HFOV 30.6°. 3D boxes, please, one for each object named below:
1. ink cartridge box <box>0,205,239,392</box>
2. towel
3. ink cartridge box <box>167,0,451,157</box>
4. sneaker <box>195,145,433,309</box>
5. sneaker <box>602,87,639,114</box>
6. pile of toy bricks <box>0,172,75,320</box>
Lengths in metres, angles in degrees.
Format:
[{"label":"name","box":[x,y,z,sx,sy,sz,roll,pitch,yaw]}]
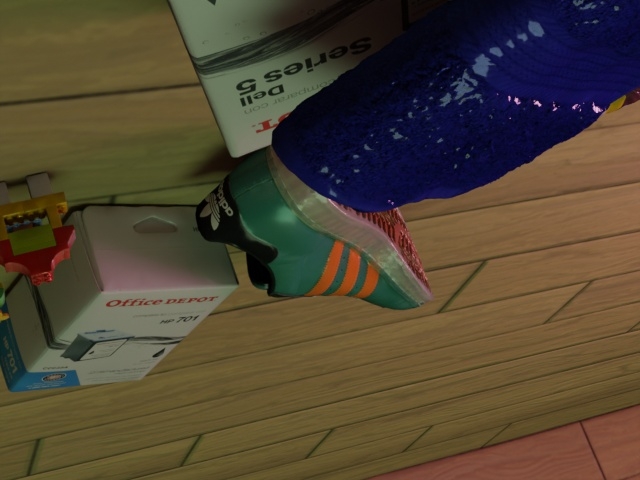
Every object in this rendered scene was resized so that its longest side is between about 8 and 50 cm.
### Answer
[{"label":"ink cartridge box","box":[-0.182,0.053,1.012,0.139,0.082,0.190,-1,152,-40]},{"label":"towel","box":[0.149,-0.109,0.569,0.308,0.076,0.227,-33,173,30]},{"label":"ink cartridge box","box":[0.006,-0.177,0.606,0.198,0.115,0.273,-21,158,-2]},{"label":"sneaker","box":[0.000,0.000,1.030,0.121,0.108,0.302,-27,149,16]},{"label":"sneaker","box":[0.255,-0.165,0.927,0.083,0.070,0.185,-25,165,-14]},{"label":"pile of toy bricks","box":[-0.283,0.038,0.857,0.212,0.105,0.118,-14,157,-15]}]
